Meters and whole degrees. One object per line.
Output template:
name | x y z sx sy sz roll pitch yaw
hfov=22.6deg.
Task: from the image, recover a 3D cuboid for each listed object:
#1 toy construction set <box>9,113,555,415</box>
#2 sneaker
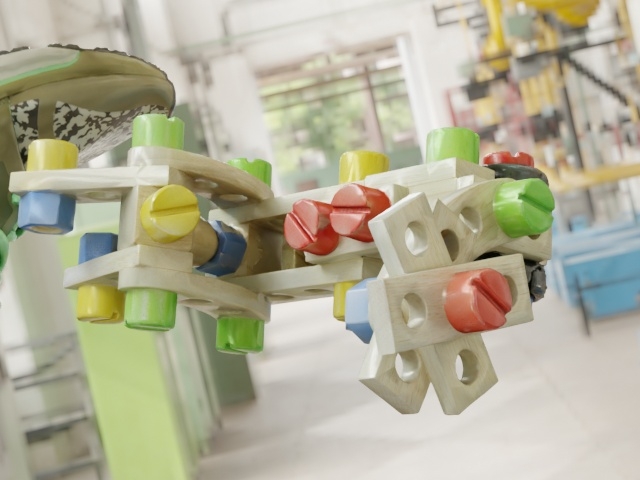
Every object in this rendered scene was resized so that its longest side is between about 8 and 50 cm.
toy construction set | 0.000 0.000 0.871 0.215 0.151 0.328 15 -3 -42
sneaker | -0.261 0.015 1.071 0.410 0.182 0.158 -29 -9 -19
